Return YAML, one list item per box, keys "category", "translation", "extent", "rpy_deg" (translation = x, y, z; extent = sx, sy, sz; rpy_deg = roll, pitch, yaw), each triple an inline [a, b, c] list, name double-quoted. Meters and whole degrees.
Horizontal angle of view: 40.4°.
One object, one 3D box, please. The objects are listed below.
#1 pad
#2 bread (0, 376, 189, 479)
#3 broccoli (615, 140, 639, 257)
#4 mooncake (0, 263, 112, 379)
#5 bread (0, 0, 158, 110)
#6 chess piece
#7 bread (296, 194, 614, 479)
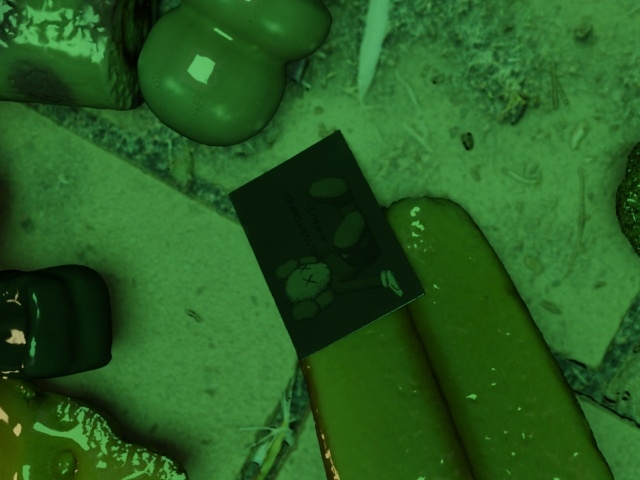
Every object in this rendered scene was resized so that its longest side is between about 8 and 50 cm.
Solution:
- category: "pad"
  translation: [0.000, 0.000, 0.800]
  extent: [0.127, 0.004, 0.190]
  rpy_deg: [-30, 63, 8]
- category: "bread"
  translation: [-0.244, 0.234, 0.865]
  extent: [0.233, 0.088, 0.161]
  rpy_deg: [29, 95, 5]
- category: "broccoli"
  translation: [0.318, -0.028, 0.750]
  extent: [0.130, 0.120, 0.131]
  rpy_deg: [19, 66, -16]
- category: "mooncake"
  translation: [-0.283, 0.078, 0.808]
  extent: [0.175, 0.168, 0.104]
  rpy_deg: [-5, 96, -9]
- category: "bread"
  translation: [-0.322, -0.217, 0.778]
  extent: [0.338, 0.155, 0.187]
  rpy_deg: [4, 93, 6]
- category: "chess piece"
  translation: [-0.041, -0.232, 0.744]
  extent: [0.182, 0.182, 0.330]
  rpy_deg: [32, 105, 1]
- category: "bread"
  translation: [0.116, 0.159, 0.830]
  extent: [0.233, 0.245, 0.362]
  rpy_deg: [-20, 63, 7]
